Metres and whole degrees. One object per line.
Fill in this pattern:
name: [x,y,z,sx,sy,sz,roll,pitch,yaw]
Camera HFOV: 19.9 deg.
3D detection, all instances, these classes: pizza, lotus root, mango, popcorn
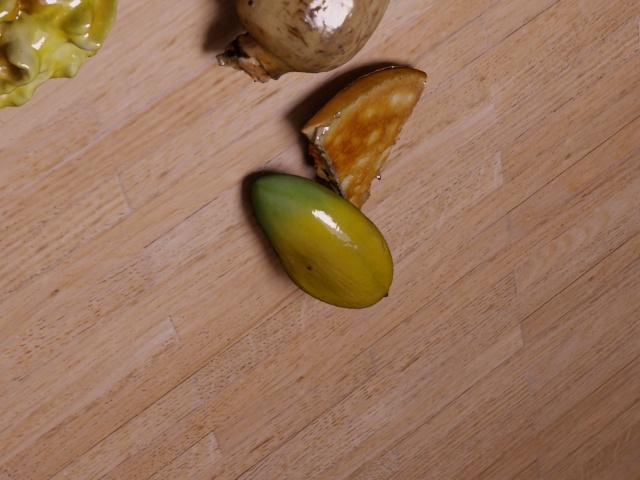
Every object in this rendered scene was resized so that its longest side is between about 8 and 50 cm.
pizza: [0.032,-0.111,2.098,0.201,0.053,0.193,-25,139,-47]
lotus root: [0.000,-0.263,1.847,0.257,0.140,0.154,-59,151,6]
mango: [0.007,0.001,2.112,0.237,0.137,0.091,56,46,-54]
popcorn: [-0.276,-0.215,1.538,0.235,0.181,0.217,13,139,-27]
